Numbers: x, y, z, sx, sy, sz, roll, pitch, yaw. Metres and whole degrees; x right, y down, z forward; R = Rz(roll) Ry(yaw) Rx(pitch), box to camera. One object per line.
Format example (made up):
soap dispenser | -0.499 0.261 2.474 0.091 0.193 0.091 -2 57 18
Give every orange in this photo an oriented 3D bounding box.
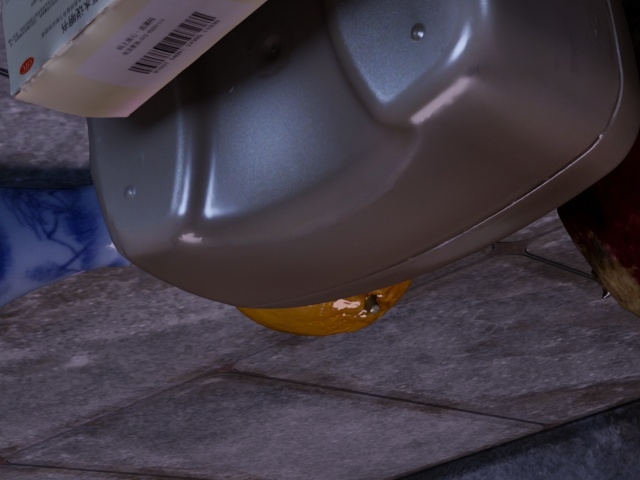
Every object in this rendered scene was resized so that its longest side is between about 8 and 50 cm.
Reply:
orange | -0.002 -0.001 1.451 0.219 0.193 0.219 -5 142 -4

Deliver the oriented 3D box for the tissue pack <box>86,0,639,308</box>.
tissue pack | 0.037 -0.108 1.064 0.387 0.267 0.277 -27 150 34

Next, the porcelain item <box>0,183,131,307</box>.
porcelain item | -0.308 0.004 1.392 0.259 0.141 0.141 -12 161 -23

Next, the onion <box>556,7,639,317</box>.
onion | 0.391 -0.094 1.295 0.385 0.348 0.348 -45 159 -5

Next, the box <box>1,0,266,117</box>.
box | -0.111 -0.197 0.903 0.095 0.168 0.212 10 152 -39
